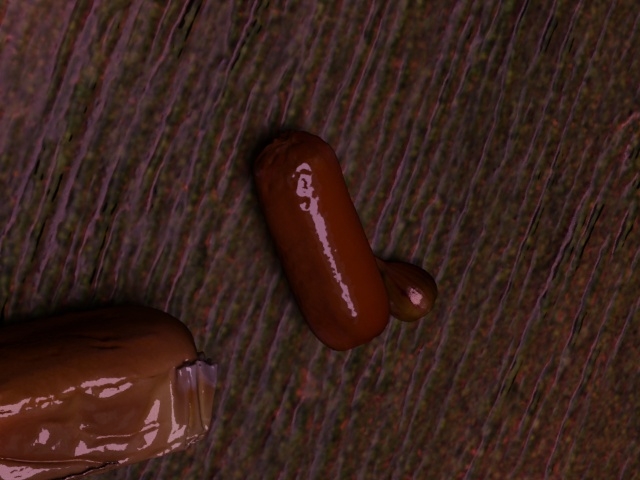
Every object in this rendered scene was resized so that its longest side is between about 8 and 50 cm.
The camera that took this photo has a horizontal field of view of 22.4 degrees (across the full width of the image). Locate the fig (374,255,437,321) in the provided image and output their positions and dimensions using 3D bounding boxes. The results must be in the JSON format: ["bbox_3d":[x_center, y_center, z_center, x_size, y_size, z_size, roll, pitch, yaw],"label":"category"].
[{"bbox_3d":[0.064,0.037,1.404,0.083,0.050,0.050,35,89,-10],"label":"fig"}]

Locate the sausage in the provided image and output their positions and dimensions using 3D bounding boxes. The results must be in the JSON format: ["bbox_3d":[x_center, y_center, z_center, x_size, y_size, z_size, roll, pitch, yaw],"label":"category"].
[{"bbox_3d":[0.000,0.000,1.343,0.076,0.076,0.198,-27,114,-16],"label":"sausage"}]

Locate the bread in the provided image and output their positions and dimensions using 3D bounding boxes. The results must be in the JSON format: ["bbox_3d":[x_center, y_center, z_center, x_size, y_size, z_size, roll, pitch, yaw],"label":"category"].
[{"bbox_3d":[-0.210,0.121,1.243,0.241,0.136,0.107,-12,108,-23],"label":"bread"}]
